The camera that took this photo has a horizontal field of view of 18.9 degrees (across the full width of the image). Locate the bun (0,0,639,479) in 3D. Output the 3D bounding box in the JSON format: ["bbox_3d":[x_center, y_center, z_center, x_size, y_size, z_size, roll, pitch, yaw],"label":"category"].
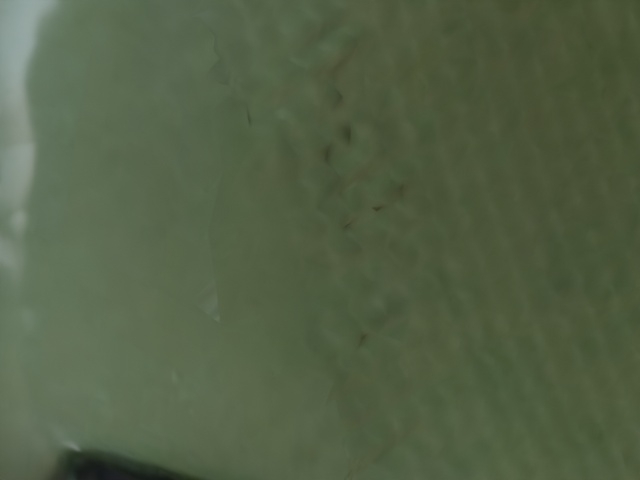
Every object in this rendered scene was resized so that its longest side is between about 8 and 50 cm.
[{"bbox_3d":[0.000,0.000,0.475,0.283,0.283,0.179,-21,9,-30],"label":"bun"}]
